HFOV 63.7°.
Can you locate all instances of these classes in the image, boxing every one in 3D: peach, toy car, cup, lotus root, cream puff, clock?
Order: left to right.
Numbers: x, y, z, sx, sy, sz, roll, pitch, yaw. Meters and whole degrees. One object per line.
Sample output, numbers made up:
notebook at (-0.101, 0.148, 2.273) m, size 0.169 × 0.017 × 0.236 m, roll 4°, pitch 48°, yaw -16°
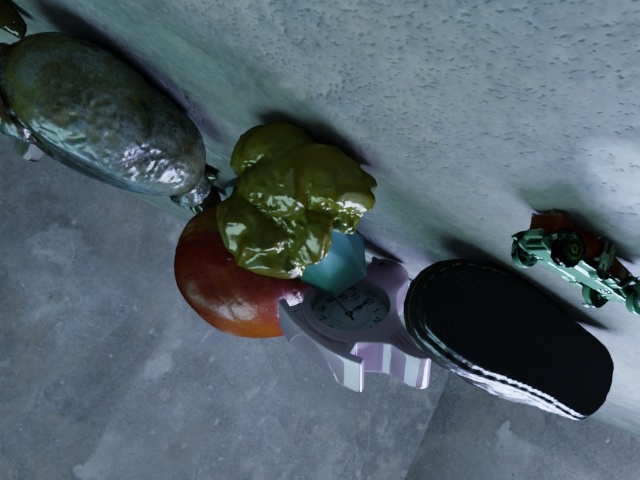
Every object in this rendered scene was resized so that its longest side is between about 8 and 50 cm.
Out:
lotus root at (-0.278, -0.157, 0.710) m, size 0.175 × 0.175 × 0.349 m, roll 18°, pitch 171°, yaw 44°
peach at (-0.284, -0.097, 1.276) m, size 0.083 × 0.083 × 0.083 m, roll 26°, pitch 171°, yaw 5°
peach at (-0.157, 0.069, 1.199) m, size 0.372 × 0.373 × 0.290 m, roll 23°, pitch -155°, yaw 24°
cream puff at (-0.048, -0.041, 0.647) m, size 0.194 × 0.195 × 0.221 m, roll 27°, pitch 168°, yaw -5°
cup at (0.000, 0.000, 0.903) m, size 0.134 × 0.148 × 0.236 m, roll 52°, pitch 177°, yaw 24°
clock at (0.104, 0.158, 0.977) m, size 0.290 × 0.275 × 0.080 m, roll 35°, pitch 139°, yaw 40°
toy car at (0.263, 0.025, 0.512) m, size 0.143 × 0.054 × 0.073 m, roll 28°, pitch 169°, yaw -15°

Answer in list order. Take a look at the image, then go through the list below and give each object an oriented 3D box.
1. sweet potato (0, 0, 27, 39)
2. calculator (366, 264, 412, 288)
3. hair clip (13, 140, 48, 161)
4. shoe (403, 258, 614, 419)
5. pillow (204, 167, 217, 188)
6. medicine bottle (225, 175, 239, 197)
sweet potato at (-0.486, -0.328, 0.634) m, size 0.233 × 0.062 × 0.081 m, roll 26°, pitch -173°, yaw -17°
calculator at (0.163, 0.088, 1.236) m, size 0.153 × 0.021 × 0.095 m, roll 15°, pitch 165°, yaw 38°
hair clip at (-0.432, -0.213, 0.856) m, size 0.113 × 0.173 × 0.282 m, roll 18°, pitch -178°, yaw 0°
shoe at (0.264, 0.149, 0.843) m, size 0.384 × 0.171 × 0.237 m, roll 27°, pitch 171°, yaw -20°
pillow at (-0.312, -0.171, 1.081) m, size 0.203 × 0.038 × 0.113 m, roll 28°, pitch 168°, yaw -14°
medicine bottle at (-0.136, -0.089, 0.991) m, size 0.090 × 0.054 × 0.208 m, roll 28°, pitch 172°, yaw -20°
